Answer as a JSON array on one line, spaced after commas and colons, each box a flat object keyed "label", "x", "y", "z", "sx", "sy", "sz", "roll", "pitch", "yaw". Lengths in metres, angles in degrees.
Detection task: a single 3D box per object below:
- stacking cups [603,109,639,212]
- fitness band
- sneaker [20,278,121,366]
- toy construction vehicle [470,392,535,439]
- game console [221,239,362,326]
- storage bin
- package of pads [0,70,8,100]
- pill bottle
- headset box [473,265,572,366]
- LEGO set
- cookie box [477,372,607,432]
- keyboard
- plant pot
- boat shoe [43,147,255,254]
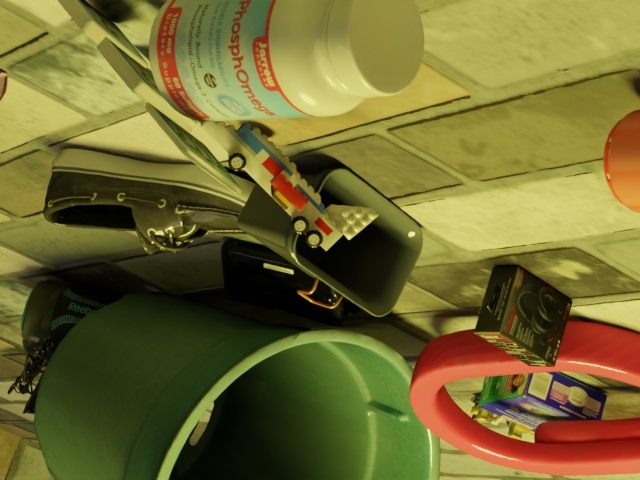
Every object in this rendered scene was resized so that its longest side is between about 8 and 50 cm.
[{"label": "stacking cups", "x": 0.287, "y": -0.041, "z": 0.861, "sx": 0.096, "sy": 0.096, "sz": 0.316, "roll": 30, "pitch": 159, "yaw": -33}, {"label": "fitness band", "x": 0.219, "y": 0.151, "z": 1.519, "sx": 0.291, "sy": 0.054, "sz": 0.209, "roll": -10, "pitch": 141, "yaw": 39}, {"label": "sneaker", "x": -0.226, "y": 0.159, "z": 1.972, "sx": 0.140, "sy": 0.125, "sz": 0.341, "roll": 8, "pitch": 161, "yaw": 28}, {"label": "toy construction vehicle", "x": 0.211, "y": 0.199, "z": 1.791, "sx": 0.086, "sy": 0.035, "sz": 0.098, "roll": 24, "pitch": 162, "yaw": -18}, {"label": "game console", "x": -0.026, "y": 0.035, "z": 1.571, "sx": 0.122, "sy": 0.071, "sz": 0.107, "roll": 13, "pitch": 132, "yaw": 17}, {"label": "storage bin", "x": 0.000, "y": 0.000, "z": 1.313, "sx": 0.091, "sy": 0.098, "sz": 0.135, "roll": 16, "pitch": 166, "yaw": 46}, {"label": "package of pads", "x": -0.291, "y": -0.123, "z": 1.319, "sx": 0.050, "sy": 0.032, "sz": 0.083, "roll": 24, "pitch": 163, "yaw": -25}, {"label": "pill bottle", "x": -0.020, "y": -0.116, "z": 0.966, "sx": 0.160, "sy": 0.087, "sz": 0.087, "roll": 1, "pitch": 156, "yaw": 43}, {"label": "headset box", "x": 0.168, "y": 0.063, "z": 1.367, "sx": 0.083, "sy": 0.062, "sz": 0.032, "roll": 32, "pitch": 158, "yaw": -36}, {"label": "LEGO set", "x": -0.065, "y": -0.084, "z": 1.123, "sx": 0.182, "sy": 0.060, "sz": 0.244, "roll": 50, "pitch": -174, "yaw": 32}, {"label": "cookie box", "x": 0.225, "y": 0.164, "z": 1.657, "sx": 0.092, "sy": 0.040, "sz": 0.107, "roll": 25, "pitch": 161, "yaw": -15}, {"label": "keyboard", "x": -0.293, "y": 0.141, "z": 1.856, "sx": 0.100, "sy": 0.038, "sz": 0.192, "roll": 9, "pitch": 142, "yaw": -23}, {"label": "plant pot", "x": -0.110, "y": 0.212, "z": 1.680, "sx": 0.341, "sy": 0.341, "sz": 0.334, "roll": 32, "pitch": 174, "yaw": -37}, {"label": "boat shoe", "x": -0.140, "y": -0.024, "z": 1.394, "sx": 0.229, "sy": 0.076, "sz": 0.080, "roll": 12, "pitch": 162, "yaw": 21}]
